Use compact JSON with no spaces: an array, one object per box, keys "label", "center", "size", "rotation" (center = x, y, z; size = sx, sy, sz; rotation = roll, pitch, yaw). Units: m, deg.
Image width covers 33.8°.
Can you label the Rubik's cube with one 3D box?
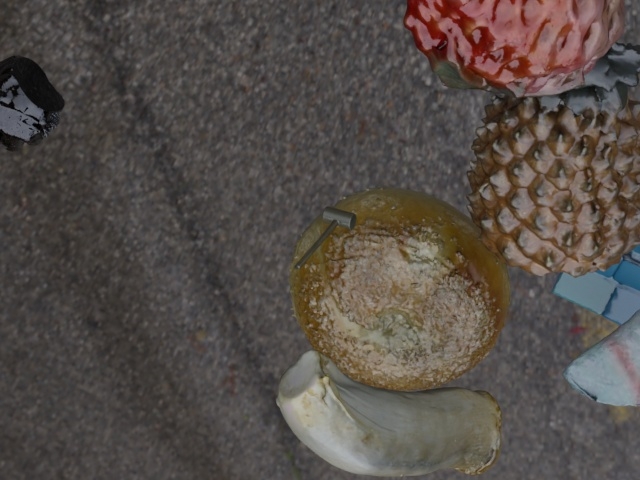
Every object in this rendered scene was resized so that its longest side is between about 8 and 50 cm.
[{"label":"Rubik's cube","center":[0.655,-0.002,2.035],"size":[0.387,0.368,0.358],"rotation":[26,129,11]}]

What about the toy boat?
[{"label":"toy boat","center":[0.369,0.084,1.044],"size":[0.206,0.282,0.096],"rotation":[57,165,-13]}]

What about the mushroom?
[{"label":"mushroom","center":[0.084,0.206,1.192],"size":[0.095,0.122,0.351],"rotation":[12,174,45]}]

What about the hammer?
[{"label":"hammer","center":[0.000,0.000,1.162],"size":[0.035,0.110,0.019],"rotation":[17,132,22]}]

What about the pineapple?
[{"label":"pineapple","center":[0.279,-0.142,1.172],"size":[0.223,0.223,0.357],"rotation":[7,130,10]}]

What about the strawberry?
[{"label":"strawberry","center":[0.182,-0.294,0.921],"size":[0.149,0.265,0.336],"rotation":[4,104,38]}]

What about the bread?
[{"label":"bread","center":[0.103,0.078,1.409],"size":[0.306,0.158,0.305],"rotation":[2,121,4]}]

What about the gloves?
[{"label":"gloves","center":[-0.470,-0.178,1.556],"size":[0.129,0.106,0.181],"rotation":[38,122,-21]}]
